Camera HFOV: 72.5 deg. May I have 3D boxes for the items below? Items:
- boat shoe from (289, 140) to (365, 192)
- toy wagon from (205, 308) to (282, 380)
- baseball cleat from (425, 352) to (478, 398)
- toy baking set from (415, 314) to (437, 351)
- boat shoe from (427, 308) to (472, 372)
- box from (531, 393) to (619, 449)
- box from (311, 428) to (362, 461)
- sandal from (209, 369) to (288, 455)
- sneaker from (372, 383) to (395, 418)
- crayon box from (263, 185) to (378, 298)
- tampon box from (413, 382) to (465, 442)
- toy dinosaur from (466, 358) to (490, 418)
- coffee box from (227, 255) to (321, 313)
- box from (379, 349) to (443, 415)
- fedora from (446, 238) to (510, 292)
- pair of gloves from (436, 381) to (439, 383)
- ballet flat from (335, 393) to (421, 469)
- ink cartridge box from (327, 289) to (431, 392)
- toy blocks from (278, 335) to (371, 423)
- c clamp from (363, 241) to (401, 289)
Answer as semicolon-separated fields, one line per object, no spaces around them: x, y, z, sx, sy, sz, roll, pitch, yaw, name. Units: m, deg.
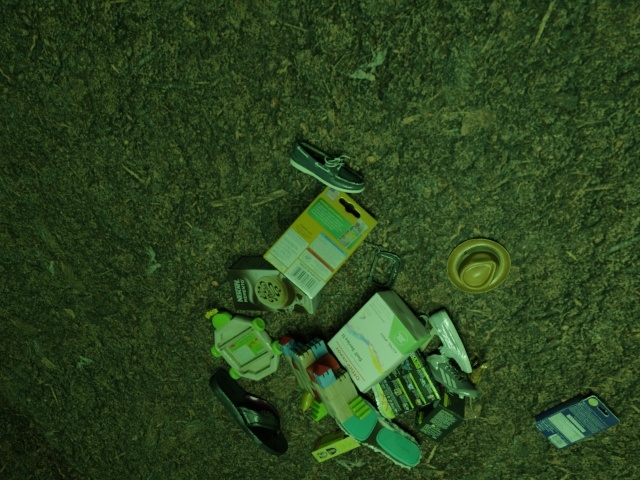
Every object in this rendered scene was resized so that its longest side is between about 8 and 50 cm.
0.027;-0.230;1.346;0.255;0.095;0.079;30;128;14;boat shoe
-0.311;0.392;1.714;0.267;0.068;0.344;-35;97;26;toy wagon
0.433;0.443;1.463;0.206;0.072;0.109;17;105;43;baseball cleat
0.295;0.338;1.526;0.257;0.030;0.196;6;113;15;toy baking set
0.427;0.340;1.449;0.081;0.079;0.227;-26;90;15;boat shoe
0.849;0.601;1.458;0.136;0.036;0.225;45;118;-4;box
0.076;0.807;1.754;0.232;0.087;0.058;-36;95;27;box
-0.270;0.698;1.781;0.107;0.167;0.445;-40;96;9;sandal
0.250;0.565;1.604;0.094;0.081;0.208;-16;105;20;sneaker
0.000;0.000;1.392;0.203;0.083;0.323;42;83;-2;crayon box
0.420;0.602;1.539;0.102;0.120;0.161;31;121;2;tampon box
0.513;0.472;1.467;0.064;0.112;0.211;10;114;12;toy dinosaur
-0.159;0.154;1.541;0.298;0.119;0.167;0;112;17;coffee box
0.294;0.483;1.506;0.184;0.045;0.190;-33;76;24;box
0.485;0.090;1.340;0.195;0.079;0.194;6;112;14;fedora
0.436;0.476;1.550;0.074;0.010;0.083;-20;103;26;pair of gloves
0.195;0.714;1.655;0.409;0.147;0.147;39;117;0;ballet flat
0.170;0.358;1.479;0.207;0.119;0.353;51;119;25;ink cartridge box
-0.011;0.459;1.538;0.381;0.191;0.260;5;121;62;toy blocks
0.198;0.089;1.463;0.137;0.022;0.160;11;113;7;c clamp
